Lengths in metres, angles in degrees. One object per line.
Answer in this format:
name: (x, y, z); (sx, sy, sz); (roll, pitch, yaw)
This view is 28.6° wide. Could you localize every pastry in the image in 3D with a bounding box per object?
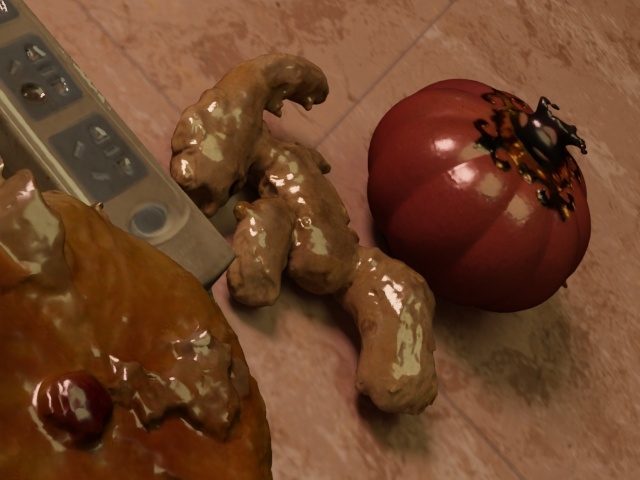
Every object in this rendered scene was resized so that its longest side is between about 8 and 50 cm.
pastry: (-0.120, 0.090, 0.572); (0.257, 0.121, 0.236); (51, 38, -2)

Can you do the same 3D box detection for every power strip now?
power strip: (-0.158, -0.065, 0.720); (0.286, 0.048, 0.080); (50, 37, 1)

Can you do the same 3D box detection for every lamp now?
lamp: (0.120, -0.038, 0.902); (0.182, 0.140, 0.182); (25, 44, -26)

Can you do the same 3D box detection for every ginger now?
ginger: (-0.013, 0.001, 0.806); (0.149, 0.065, 0.258); (-14, 77, -36)
